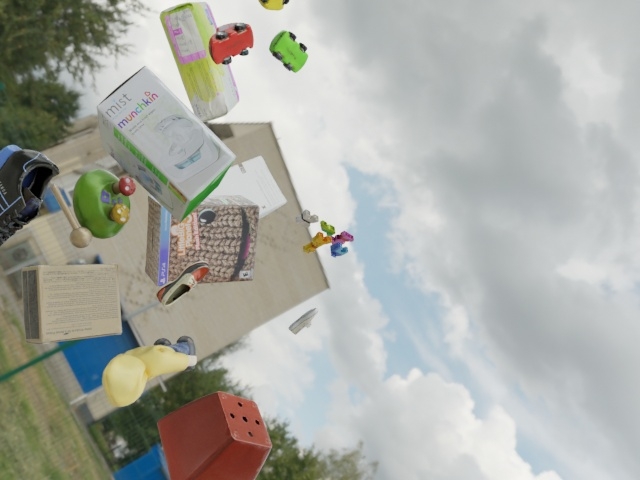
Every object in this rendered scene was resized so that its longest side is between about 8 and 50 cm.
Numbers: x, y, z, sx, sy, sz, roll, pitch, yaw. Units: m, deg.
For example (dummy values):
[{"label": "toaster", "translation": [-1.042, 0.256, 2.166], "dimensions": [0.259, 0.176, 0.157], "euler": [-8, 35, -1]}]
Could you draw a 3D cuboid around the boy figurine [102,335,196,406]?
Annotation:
[{"label": "boy figurine", "translation": [-0.341, 0.255, 1.301], "dimensions": [0.285, 0.177, 0.092], "euler": [-18, 101, -81]}]

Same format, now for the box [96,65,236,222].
[{"label": "box", "translation": [-0.300, -0.175, 1.243], "dimensions": [0.231, 0.127, 0.262], "euler": [45, -17, -7]}]

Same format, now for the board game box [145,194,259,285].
[{"label": "board game box", "translation": [-0.343, -0.005, 1.866], "dimensions": [0.141, 0.291, 0.232], "euler": [28, -64, 57]}]

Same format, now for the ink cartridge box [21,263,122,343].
[{"label": "ink cartridge box", "translation": [-0.638, 0.158, 1.665], "dimensions": [0.088, 0.234, 0.193], "euler": [-6, -95, 36]}]

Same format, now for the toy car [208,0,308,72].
[{"label": "toy car", "translation": [-0.104, -0.414, 1.286], "dimensions": [0.053, 0.239, 0.225], "euler": [38, 2, 35]}]

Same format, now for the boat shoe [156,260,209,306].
[{"label": "boat shoe", "translation": [-0.304, 0.098, 1.449], "dimensions": [0.043, 0.137, 0.049], "euler": [40, -21, 46]}]

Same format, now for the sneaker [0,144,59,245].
[{"label": "sneaker", "translation": [-0.498, -0.041, 1.004], "dimensions": [0.090, 0.232, 0.081], "euler": [19, -15, 16]}]

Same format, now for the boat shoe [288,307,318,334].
[{"label": "boat shoe", "translation": [-0.041, 0.224, 1.772], "dimensions": [0.035, 0.100, 0.035], "euler": [49, 9, -12]}]

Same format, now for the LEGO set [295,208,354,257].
[{"label": "LEGO set", "translation": [0.000, 0.000, 1.964], "dimensions": [0.093, 0.227, 0.087], "euler": [-28, -128, 31]}]

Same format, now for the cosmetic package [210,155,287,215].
[{"label": "cosmetic package", "translation": [-0.335, -0.145, 2.365], "dimensions": [0.156, 0.385, 0.217], "euler": [-28, -86, 43]}]

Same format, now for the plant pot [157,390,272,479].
[{"label": "plant pot", "translation": [-0.312, 0.630, 2.023], "dimensions": [0.267, 0.236, 0.267], "euler": [31, 22, -44]}]

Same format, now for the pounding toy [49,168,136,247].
[{"label": "pounding toy", "translation": [-0.544, -0.092, 1.647], "dimensions": [0.110, 0.237, 0.183], "euler": [-7, -75, 25]}]

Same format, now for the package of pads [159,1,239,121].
[{"label": "package of pads", "translation": [-0.311, -0.477, 1.713], "dimensions": [0.229, 0.101, 0.297], "euler": [-85, 158, -69]}]
